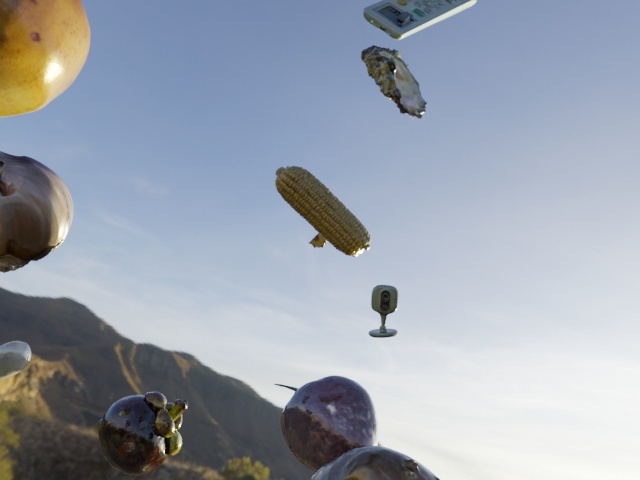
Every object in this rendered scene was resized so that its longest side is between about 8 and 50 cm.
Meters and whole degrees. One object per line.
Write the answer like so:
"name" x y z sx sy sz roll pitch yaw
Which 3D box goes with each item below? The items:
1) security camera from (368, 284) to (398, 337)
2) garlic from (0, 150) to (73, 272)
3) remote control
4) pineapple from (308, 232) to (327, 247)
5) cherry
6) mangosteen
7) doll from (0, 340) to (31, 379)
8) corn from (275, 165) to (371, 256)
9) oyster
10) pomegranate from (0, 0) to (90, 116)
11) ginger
"security camera" 0.114 0.126 0.977 0.058 0.092 0.058 -2 2 0
"garlic" -0.521 -0.048 0.817 0.257 0.207 0.207 29 -25 -31
"remote control" 0.212 -0.482 1.126 0.103 0.293 0.051 41 -38 19
"pineapple" 0.000 0.000 1.611 0.045 0.019 0.083 45 -45 3
"cherry" 0.023 0.405 1.203 0.266 0.213 0.183 55 -21 40
"mangosteen" -0.422 0.461 1.320 0.217 0.192 0.192 -27 -32 -1
"doll" -0.580 0.256 0.820 0.311 0.242 0.159 -19 -76 13
"corn" 0.004 -0.060 1.057 0.238 0.080 0.080 43 -24 5
"oyster" 0.225 -0.481 1.625 0.092 0.198 0.259 -27 -61 32
"pomegranate" -0.740 -0.469 1.210 0.417 0.416 0.416 16 -24 7
"ginger" 0.074 0.420 0.831 0.200 0.223 0.269 30 -4 -33
